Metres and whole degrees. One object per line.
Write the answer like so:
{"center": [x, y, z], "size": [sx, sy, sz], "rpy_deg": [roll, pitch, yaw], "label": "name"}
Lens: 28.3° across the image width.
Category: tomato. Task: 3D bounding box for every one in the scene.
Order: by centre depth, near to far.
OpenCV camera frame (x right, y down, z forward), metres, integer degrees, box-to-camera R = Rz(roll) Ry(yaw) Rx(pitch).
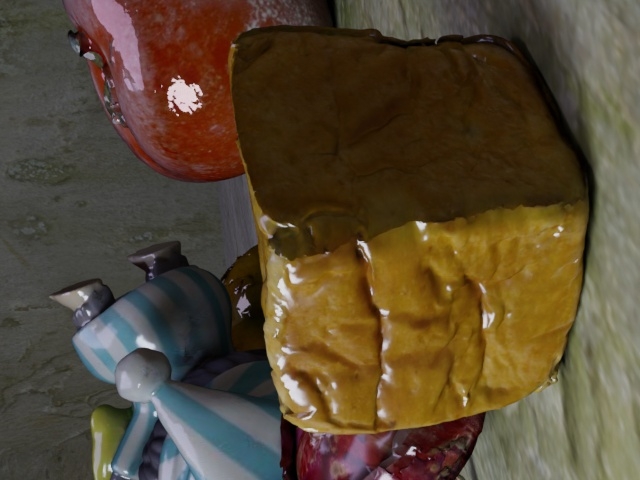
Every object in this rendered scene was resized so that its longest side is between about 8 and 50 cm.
{"center": [-0.103, -0.189, 1.129], "size": [0.270, 0.227, 0.270], "rpy_deg": [59, 169, 19], "label": "tomato"}

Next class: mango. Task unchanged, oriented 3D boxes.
{"center": [-0.057, 0.092, 1.486], "size": [0.156, 0.151, 0.248], "rpy_deg": [49, 158, 10], "label": "mango"}

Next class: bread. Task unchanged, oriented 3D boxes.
{"center": [0.036, -0.008, 0.593], "size": [0.158, 0.143, 0.149], "rpy_deg": [-101, 7, -51], "label": "bread"}

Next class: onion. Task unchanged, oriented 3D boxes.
{"center": [0.056, 0.121, 0.783], "size": [0.150, 0.140, 0.150], "rpy_deg": [-39, 32, 31], "label": "onion"}

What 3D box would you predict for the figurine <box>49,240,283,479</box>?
{"center": [-0.060, 0.158, 1.209], "size": [0.378, 0.266, 0.361], "rpy_deg": [-20, 97, 54], "label": "figurine"}
